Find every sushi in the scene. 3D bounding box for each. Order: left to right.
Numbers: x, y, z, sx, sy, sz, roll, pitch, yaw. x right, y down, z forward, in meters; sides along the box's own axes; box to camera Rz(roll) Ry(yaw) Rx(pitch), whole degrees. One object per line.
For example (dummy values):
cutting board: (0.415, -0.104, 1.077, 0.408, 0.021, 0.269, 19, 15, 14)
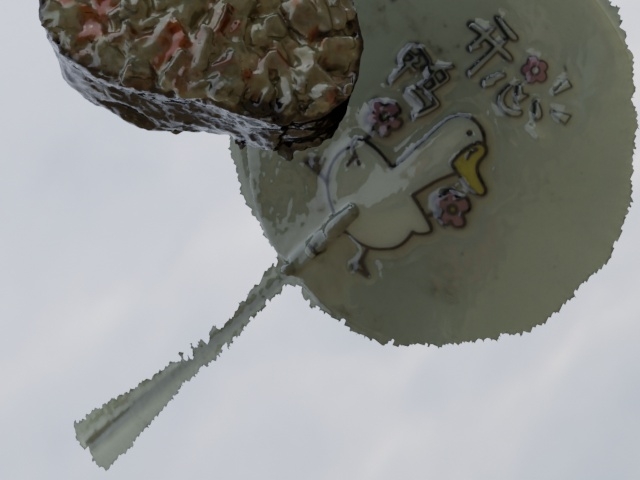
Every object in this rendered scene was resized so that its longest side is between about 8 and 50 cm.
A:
sushi: (-0.055, -0.096, 0.813, 0.078, 0.150, 0.090, 107, 179, -79)

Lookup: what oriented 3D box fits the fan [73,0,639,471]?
fan: (0.000, 0.000, 0.935, 0.415, 0.233, 0.012, -46, -13, 23)
